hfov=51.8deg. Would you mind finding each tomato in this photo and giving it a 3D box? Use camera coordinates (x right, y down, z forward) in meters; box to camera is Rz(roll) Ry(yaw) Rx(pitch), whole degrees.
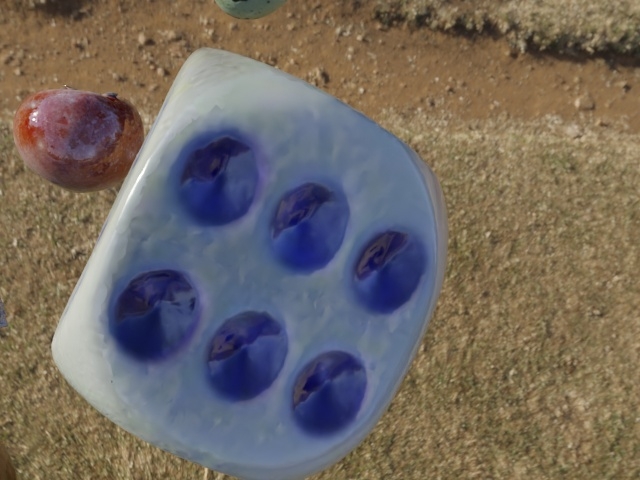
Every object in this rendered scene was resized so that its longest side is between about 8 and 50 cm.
[{"bbox_3d":[-0.522,-0.217,1.432,0.270,0.270,0.227,5,96,-10],"label":"tomato"}]

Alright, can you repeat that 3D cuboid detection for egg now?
[{"bbox_3d":[-0.121,-0.467,1.189,0.164,0.131,0.131,-2,54,30],"label":"egg"}]

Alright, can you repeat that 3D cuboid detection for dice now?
[{"bbox_3d":[-0.071,0.019,0.634,0.277,0.304,0.304,29,89,-16],"label":"dice"}]

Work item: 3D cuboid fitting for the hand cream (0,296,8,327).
[{"bbox_3d":[-0.947,0.126,1.855,0.084,0.050,0.256,-11,81,-62],"label":"hand cream"}]

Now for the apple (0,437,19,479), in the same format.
[{"bbox_3d":[-0.408,0.262,0.502,0.339,0.305,0.338,22,23,-10],"label":"apple"}]
